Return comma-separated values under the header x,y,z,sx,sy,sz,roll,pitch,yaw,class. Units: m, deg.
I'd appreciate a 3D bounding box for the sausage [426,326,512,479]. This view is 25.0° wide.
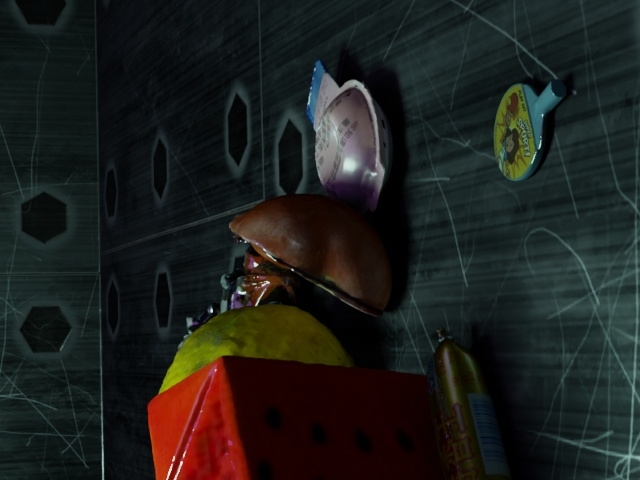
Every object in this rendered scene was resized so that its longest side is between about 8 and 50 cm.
x,y,z,sx,sy,sz,roll,pitch,yaw,class
0.170,0.255,1.538,0.082,0.082,0.371,119,145,-53,sausage

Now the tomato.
x,y,z,sx,sy,sz,roll,pitch,yaw,class
0.000,0.000,1.849,0.112,0.228,0.199,-60,26,0,tomato

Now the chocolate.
x,y,z,sx,sy,sz,roll,pitch,yaw,class
0.013,0.300,1.582,0.161,0.360,0.341,-51,42,41,chocolate

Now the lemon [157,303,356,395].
x,y,z,sx,sy,sz,roll,pitch,yaw,class
-0.084,0.225,1.910,0.268,0.322,0.268,22,131,27,lemon

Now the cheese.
x,y,z,sx,sy,sz,roll,pitch,yaw,class
0.030,-0.139,1.911,0.286,0.074,0.189,-120,36,-53,cheese

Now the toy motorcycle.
x,y,z,sx,sy,sz,roll,pitch,yaw,class
-0.117,0.126,2.234,0.401,0.134,0.207,135,132,-61,toy motorcycle

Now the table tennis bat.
x,y,z,sx,sy,sz,roll,pitch,yaw,class
0.214,-0.121,1.493,0.155,0.019,0.100,128,138,-62,table tennis bat
